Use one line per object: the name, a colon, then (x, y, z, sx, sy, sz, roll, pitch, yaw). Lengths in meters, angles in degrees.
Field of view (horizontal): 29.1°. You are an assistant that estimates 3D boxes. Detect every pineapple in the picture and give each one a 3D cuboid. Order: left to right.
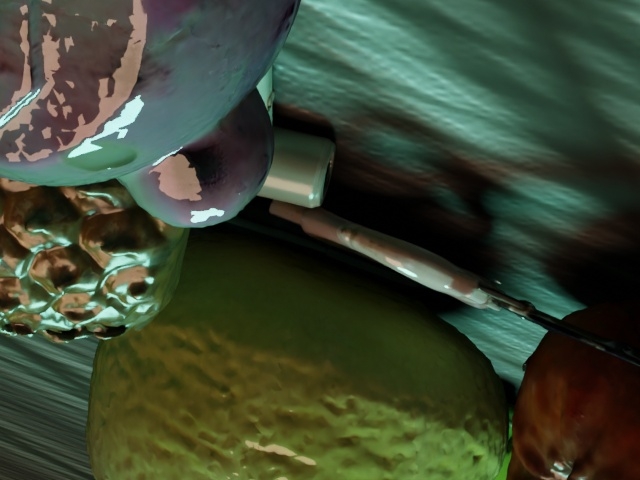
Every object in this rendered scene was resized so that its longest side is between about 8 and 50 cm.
pineapple: (-0.235, -0.051, 0.663, 0.361, 0.202, 0.202, 5, 160, -12)

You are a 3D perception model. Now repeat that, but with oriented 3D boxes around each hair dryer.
hair dryer: (-0.034, -0.074, 0.759, 0.082, 0.047, 0.137, 13, 150, 7)

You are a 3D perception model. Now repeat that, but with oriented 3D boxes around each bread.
bread: (-0.016, 0.123, 0.936, 0.320, 0.237, 0.320, 26, -166, -7)

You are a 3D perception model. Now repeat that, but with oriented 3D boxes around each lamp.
lamp: (-0.157, -0.126, 0.463, 0.301, 0.247, 0.247, 11, 119, 10)

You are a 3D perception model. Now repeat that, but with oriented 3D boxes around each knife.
knife: (0.000, 0.000, 0.924, 0.210, 0.028, 0.015, 20, 116, -7)

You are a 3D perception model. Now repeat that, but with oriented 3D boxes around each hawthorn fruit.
hawthorn fruit: (0.286, 0.160, 0.839, 0.307, 0.276, 0.276, -10, 160, -10)

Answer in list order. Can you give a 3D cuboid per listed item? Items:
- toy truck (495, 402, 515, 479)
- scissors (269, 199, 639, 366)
toy truck: (0.147, 0.223, 1.217, 0.187, 0.148, 0.210, 32, 174, -29)
scissors: (0.109, 0.034, 0.789, 0.317, 0.024, 0.160, 23, 180, 35)
